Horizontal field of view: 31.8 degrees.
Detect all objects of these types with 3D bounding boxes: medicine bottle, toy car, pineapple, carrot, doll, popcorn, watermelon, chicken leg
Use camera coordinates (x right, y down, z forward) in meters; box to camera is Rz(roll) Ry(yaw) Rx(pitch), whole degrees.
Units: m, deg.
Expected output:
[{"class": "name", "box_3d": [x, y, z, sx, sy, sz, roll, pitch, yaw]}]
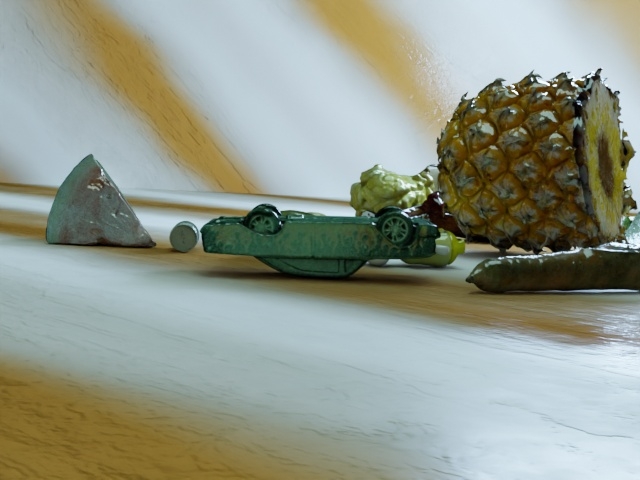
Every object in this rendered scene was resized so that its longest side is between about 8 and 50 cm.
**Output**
[{"class": "medicine bottle", "box_3d": [-0.221, -0.008, 1.828, 0.047, 0.047, 0.083, 2, 4, -4]}, {"class": "toy car", "box_3d": [0.000, 0.000, 1.546, 0.320, 0.097, 0.141, 1, 4, 0]}, {"class": "pineapple", "box_3d": [0.376, -0.122, 1.956, 0.300, 0.352, 0.352, -7, -2, 37]}, {"class": "carrot", "box_3d": [0.344, 0.037, 1.487, 0.342, 0.070, 0.070, 0, 6, -20]}, {"class": "doll", "box_3d": [0.138, 0.009, 1.726, 0.162, 0.062, 0.106, 1, 0, -8]}, {"class": "popcorn", "box_3d": [0.167, -0.090, 2.372, 0.195, 0.173, 0.168, 6, -10, -20]}, {"class": "watermelon", "box_3d": [-0.361, -0.017, 1.913, 0.207, 0.136, 0.202, 38, 15, -50]}, {"class": "chicken leg", "box_3d": [0.271, -0.041, 2.260, 0.407, 0.096, 0.158, 0, 24, -7]}]

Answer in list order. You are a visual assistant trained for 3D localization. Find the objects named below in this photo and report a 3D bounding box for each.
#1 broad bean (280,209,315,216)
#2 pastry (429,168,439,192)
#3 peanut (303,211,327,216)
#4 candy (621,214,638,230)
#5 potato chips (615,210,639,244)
[{"class": "broad bean", "box_3d": [-0.015, 0.001, 1.794, 0.153, 0.072, 0.206, 7, -5, 26]}, {"class": "pastry", "box_3d": [0.351, -0.101, 2.688, 0.265, 0.133, 0.265, 3, 4, 0]}, {"class": "peanut", "box_3d": [-0.037, -0.033, 2.207, 0.113, 0.054, 0.054, 1, 4, 11]}, {"class": "candy", "box_3d": [0.700, -0.014, 2.408, 0.061, 0.061, 0.202, 2, 13, -3]}, {"class": "potato chips", "box_3d": [0.560, -0.009, 2.108, 0.228, 0.059, 0.167, -18, 3, -31]}]
